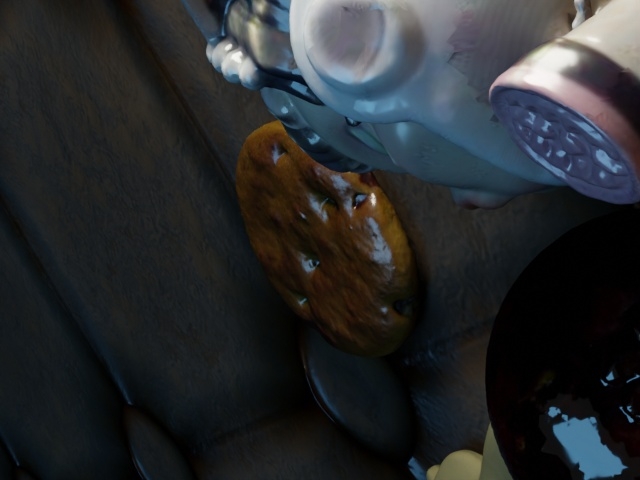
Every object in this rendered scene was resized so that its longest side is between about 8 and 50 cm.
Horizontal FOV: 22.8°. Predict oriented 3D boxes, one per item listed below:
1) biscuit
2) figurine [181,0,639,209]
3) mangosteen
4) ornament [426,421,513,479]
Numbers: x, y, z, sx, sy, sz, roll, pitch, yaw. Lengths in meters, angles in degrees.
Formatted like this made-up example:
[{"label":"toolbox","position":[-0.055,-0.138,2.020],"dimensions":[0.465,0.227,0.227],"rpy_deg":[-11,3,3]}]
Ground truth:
[{"label":"biscuit","position":[0.000,0.000,1.246],"dimensions":[0.212,0.036,0.212],"rpy_deg":[38,145,34]},{"label":"figurine","position":[0.112,-0.116,0.799],"dimensions":[0.361,0.211,0.253],"rpy_deg":[17,174,45]},{"label":"mangosteen","position":[0.188,0.082,0.890],"dimensions":[0.210,0.210,0.210],"rpy_deg":[37,144,33]},{"label":"ornament","position":[0.147,0.206,1.163],"dimensions":[0.245,0.061,0.230],"rpy_deg":[-121,27,-42]}]
